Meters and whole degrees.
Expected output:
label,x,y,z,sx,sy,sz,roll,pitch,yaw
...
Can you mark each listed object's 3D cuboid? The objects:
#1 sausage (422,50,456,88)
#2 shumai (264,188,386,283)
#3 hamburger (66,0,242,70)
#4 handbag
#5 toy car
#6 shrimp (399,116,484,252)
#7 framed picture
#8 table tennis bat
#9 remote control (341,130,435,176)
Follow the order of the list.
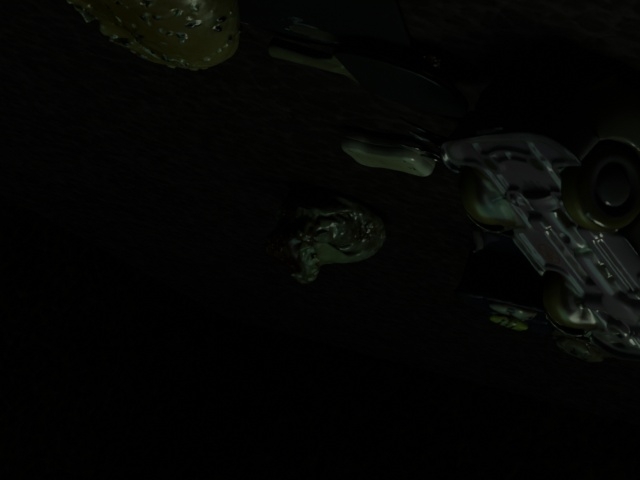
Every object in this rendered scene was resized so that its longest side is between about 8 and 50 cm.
label,x,y,z,sx,sy,sz,roll,pitch,yaw
sausage,0.129,-0.178,1.815,0.026,0.026,0.116,16,169,16
shumai,0.006,0.003,2.650,0.184,0.142,0.184,22,170,4
hamburger,-0.138,-0.263,1.456,0.192,0.167,0.288,10,161,41
handbag,0.385,0.100,2.536,0.303,0.121,0.329,14,170,23
toy car,0.323,-0.045,1.755,0.336,0.226,0.242,51,159,-18
shrimp,0.242,-0.055,2.008,0.343,0.116,0.145,24,145,-9
framed picture,-0.034,-0.264,1.706,0.244,0.013,0.324,17,170,15
table tennis bat,0.050,-0.184,1.849,0.247,0.022,0.138,19,170,28
remote control,0.089,-0.115,2.191,0.122,0.032,0.074,12,167,32
